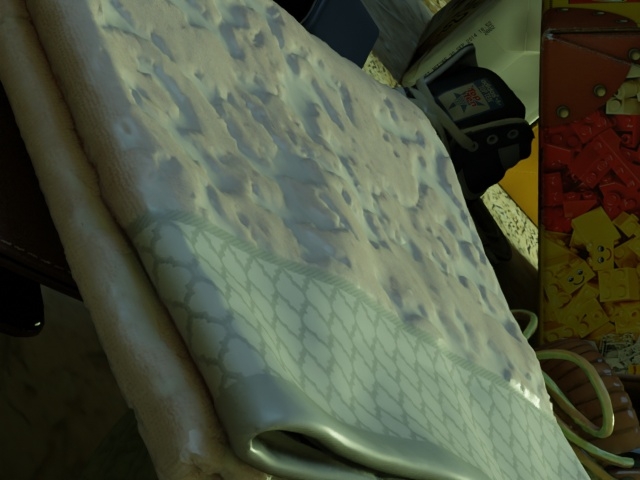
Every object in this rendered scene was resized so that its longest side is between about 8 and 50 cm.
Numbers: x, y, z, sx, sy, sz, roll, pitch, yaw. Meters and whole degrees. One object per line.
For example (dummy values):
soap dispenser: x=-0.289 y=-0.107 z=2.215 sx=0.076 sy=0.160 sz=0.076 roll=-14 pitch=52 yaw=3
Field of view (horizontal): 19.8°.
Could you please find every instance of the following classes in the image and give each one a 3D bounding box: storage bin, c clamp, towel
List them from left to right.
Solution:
storage bin: x=-0.024 y=-0.167 z=1.352 sx=0.135 sy=0.098 sz=0.091 roll=9 pitch=-26 yaw=39
towel: x=0.000 y=0.000 z=0.763 sx=0.332 sy=0.053 sz=0.317 roll=30 pitch=28 yaw=-51
c clamp: x=0.120 y=-0.037 z=1.598 sx=0.137 sy=0.022 sz=0.161 roll=18 pitch=38 yaw=-57

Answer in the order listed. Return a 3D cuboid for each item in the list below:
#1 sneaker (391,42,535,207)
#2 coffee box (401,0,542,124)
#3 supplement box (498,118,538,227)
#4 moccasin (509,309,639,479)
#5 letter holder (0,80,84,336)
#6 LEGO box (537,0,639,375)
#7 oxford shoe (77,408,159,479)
sneaker: x=0.050 y=-0.078 z=1.315 sx=0.282 sy=0.153 sz=0.099 roll=16 pitch=38 yaw=-58
coffee box: x=0.195 y=-0.205 z=1.853 sx=0.119 sy=0.168 sz=0.297 roll=48 pitch=20 yaw=-8
supplement box: x=0.283 y=-0.070 z=1.860 sx=0.191 sy=0.129 sz=0.194 roll=47 pitch=20 yaw=-8
moccasin: x=0.135 y=0.110 z=1.033 sx=0.380 sy=0.147 sz=0.139 roll=12 pitch=25 yaw=-17
letter holder: x=-0.218 y=-0.054 z=0.689 sx=0.302 sy=0.152 sz=0.214 roll=33 pitch=27 yaw=-40
LEGO box: x=0.262 y=-0.045 z=1.393 sx=0.500 sy=0.193 sz=0.372 roll=-71 pitch=160 yaw=-68
oxford shoe: x=-0.004 y=0.214 z=0.662 sx=0.130 sy=0.169 sz=0.449 roll=46 pitch=15 yaw=-30
